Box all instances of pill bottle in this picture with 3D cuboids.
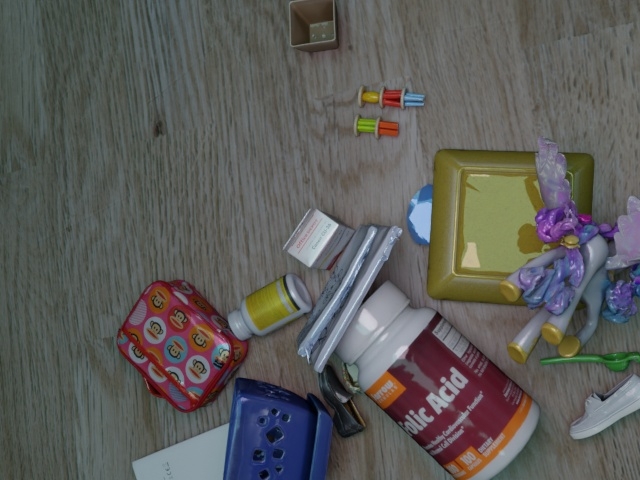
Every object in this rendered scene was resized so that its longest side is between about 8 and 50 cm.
[{"bbox_3d":[0.218,0.277,1.283,0.392,0.224,0.224,42,98,9],"label":"pill bottle"},{"bbox_3d":[-0.119,0.159,1.483,0.184,0.103,0.103,-29,78,13],"label":"pill bottle"}]

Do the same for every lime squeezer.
[{"bbox_3d":[0.611,0.268,1.281,0.310,0.059,0.109,24,123,16],"label":"lime squeezer"}]

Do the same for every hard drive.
[{"bbox_3d":[-0.290,0.577,1.536,0.308,0.040,0.203,-25,79,14],"label":"hard drive"}]

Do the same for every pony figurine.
[{"bbox_3d":[0.475,0.023,1.144,0.363,0.351,0.303,-41,44,-20],"label":"pony figurine"}]

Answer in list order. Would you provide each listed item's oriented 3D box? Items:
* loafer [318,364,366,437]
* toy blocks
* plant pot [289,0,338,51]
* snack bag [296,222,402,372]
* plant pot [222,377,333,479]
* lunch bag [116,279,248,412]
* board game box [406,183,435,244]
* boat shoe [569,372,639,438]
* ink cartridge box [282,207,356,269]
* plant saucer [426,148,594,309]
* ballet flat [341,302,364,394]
[{"bbox_3d":[0.049,0.353,1.433,0.061,0.062,0.170,-26,88,31],"label":"loafer"},{"bbox_3d":[0.158,-0.291,1.459,0.148,0.054,0.123,7,87,17],"label":"toy blocks"},{"bbox_3d":[-0.006,-0.499,1.505,0.109,0.096,0.109,-3,85,17],"label":"plant pot"},{"bbox_3d":[0.044,0.104,1.313,0.037,0.342,0.323,30,90,-6],"label":"snack bag"},{"bbox_3d":[-0.094,0.436,1.375,0.212,0.236,0.235,9,86,-7],"label":"plant pot"},{"bbox_3d":[-0.346,0.263,1.546,0.293,0.120,0.258,39,101,18],"label":"lunch bag"},{"bbox_3d":[0.277,-0.050,1.414,0.169,0.033,0.133,9,87,11],"label":"board game box"},{"bbox_3d":[0.559,0.326,1.260,0.184,0.066,0.063,-45,77,32],"label":"boat shoe"},{"bbox_3d":[0.000,0.000,1.409,0.067,0.198,0.115,35,97,17],"label":"ink cartridge box"},{"bbox_3d":[0.396,-0.031,1.332,0.333,0.081,0.332,3,86,11],"label":"plant saucer"},{"bbox_3d":[0.076,0.226,1.431,0.091,0.077,0.240,-16,80,16],"label":"ballet flat"}]
